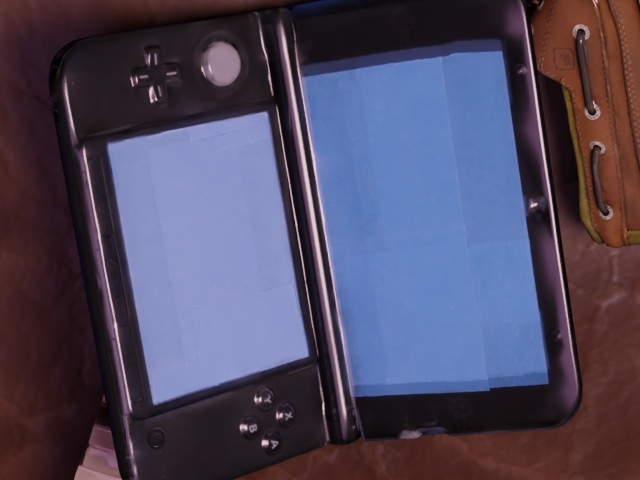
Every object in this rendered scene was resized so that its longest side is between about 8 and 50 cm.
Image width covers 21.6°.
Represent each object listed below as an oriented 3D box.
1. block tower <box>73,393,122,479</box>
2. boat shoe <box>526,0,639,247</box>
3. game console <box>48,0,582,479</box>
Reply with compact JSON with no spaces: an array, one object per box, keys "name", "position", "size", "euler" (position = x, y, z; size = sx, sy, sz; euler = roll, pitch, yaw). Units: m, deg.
[{"name":"block tower","position":[-0.141,0.208,1.184],"size":[0.097,0.091,0.335],"euler":[17,109,-4]},{"name":"boat shoe","position":[0.171,-0.136,1.041],"size":[0.104,0.111,0.307],"euler":[-14,103,22]},{"name":"game console","position":[0.000,0.000,1.028],"size":[0.250,0.173,0.293],"euler":[-15,99,-38]}]
